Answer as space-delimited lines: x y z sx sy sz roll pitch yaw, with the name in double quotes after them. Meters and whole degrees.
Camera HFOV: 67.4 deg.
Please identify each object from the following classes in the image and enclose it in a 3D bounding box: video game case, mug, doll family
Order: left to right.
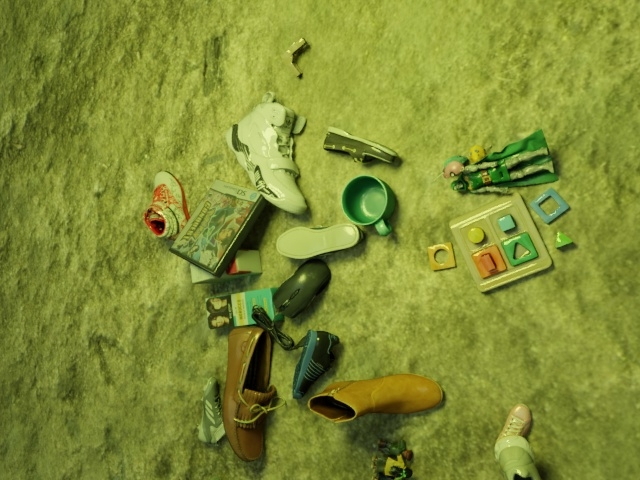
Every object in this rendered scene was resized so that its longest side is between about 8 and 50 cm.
-0.305 -0.047 1.431 0.248 0.035 0.275 19 73 41 "video game case"
0.131 -0.089 1.269 0.129 0.097 0.158 1 89 26 "mug"
0.184 0.610 1.227 0.111 0.076 0.193 10 97 22 "doll family"

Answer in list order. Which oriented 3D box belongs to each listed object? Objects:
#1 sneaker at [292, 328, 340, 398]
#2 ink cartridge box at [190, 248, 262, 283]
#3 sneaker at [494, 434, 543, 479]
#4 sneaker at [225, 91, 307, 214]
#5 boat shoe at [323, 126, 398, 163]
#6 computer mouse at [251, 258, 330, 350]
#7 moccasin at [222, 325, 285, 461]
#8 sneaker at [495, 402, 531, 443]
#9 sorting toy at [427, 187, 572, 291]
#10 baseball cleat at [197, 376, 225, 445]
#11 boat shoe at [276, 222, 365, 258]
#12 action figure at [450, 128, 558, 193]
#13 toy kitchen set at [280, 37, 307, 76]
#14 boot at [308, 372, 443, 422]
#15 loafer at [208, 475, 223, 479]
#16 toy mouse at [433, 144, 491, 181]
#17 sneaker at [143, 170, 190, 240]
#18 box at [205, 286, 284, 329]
-0.016 0.352 1.333 0.090 0.081 0.233 13 115 -10 "sneaker"
-0.286 0.080 1.453 0.175 0.127 0.073 -14 80 25 "ink cartridge box"
0.452 0.560 1.033 0.099 0.121 0.263 -27 101 22 "sneaker"
-0.117 -0.257 1.378 0.210 0.137 0.366 -46 66 20 "sneaker"
0.105 -0.245 1.303 0.227 0.081 0.069 28 103 32 "boat shoe"
-0.055 0.187 1.341 0.262 0.060 0.184 -41 84 2 "computer mouse"
-0.192 0.442 1.396 0.146 0.139 0.381 -4 76 35 "moccasin"
0.443 0.444 1.103 0.050 0.070 0.135 25 98 27 "sneaker"
0.421 0.005 1.146 0.347 0.047 0.196 -26 76 24 "sorting toy"
-0.321 0.531 1.494 0.109 0.072 0.206 10 97 13 "baseball cleat"
0.000 0.000 1.341 0.254 0.079 0.095 -14 77 23 "boat shoe"
0.421 -0.160 1.136 0.232 0.063 0.137 -16 115 32 "action figure"
-0.058 -0.542 1.421 0.083 0.068 0.075 -35 101 21 "toy kitchen set"
0.136 0.398 1.180 0.294 0.211 0.104 -6 85 26 "boot"
-0.329 0.849 1.458 0.087 0.094 0.252 -8 84 22 "loafer"
0.327 -0.185 1.164 0.143 0.161 0.031 -26 101 39 "toy mouse"
-0.516 -0.123 1.569 0.090 0.145 0.270 -31 74 22 "sneaker"
-0.233 0.207 1.458 0.244 0.060 0.101 -12 82 25 "box"
